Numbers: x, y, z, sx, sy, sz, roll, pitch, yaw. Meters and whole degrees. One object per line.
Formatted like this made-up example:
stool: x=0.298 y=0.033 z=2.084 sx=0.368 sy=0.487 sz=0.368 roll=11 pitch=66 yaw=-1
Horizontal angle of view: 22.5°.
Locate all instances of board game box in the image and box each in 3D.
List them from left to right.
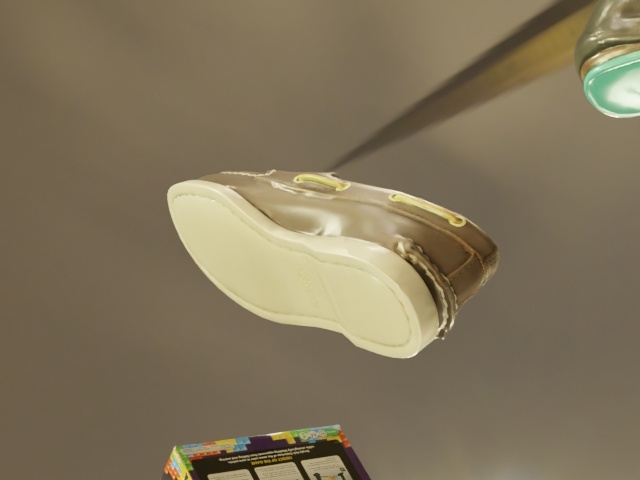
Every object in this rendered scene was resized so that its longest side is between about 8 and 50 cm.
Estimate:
board game box: x=-0.031 y=0.232 z=1.373 sx=0.170 sy=0.048 sz=0.141 roll=-3 pitch=-135 yaw=-33

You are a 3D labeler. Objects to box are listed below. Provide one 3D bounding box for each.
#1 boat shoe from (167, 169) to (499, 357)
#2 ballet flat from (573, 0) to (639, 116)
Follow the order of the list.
boat shoe: x=0.000 y=0.000 z=1.239 sx=0.097 sy=0.324 sz=0.116 roll=-35 pitch=-60 yaw=-26
ballet flat: x=0.285 y=-0.139 z=0.953 sx=0.095 sy=0.280 sz=0.096 roll=54 pitch=-137 yaw=-47
